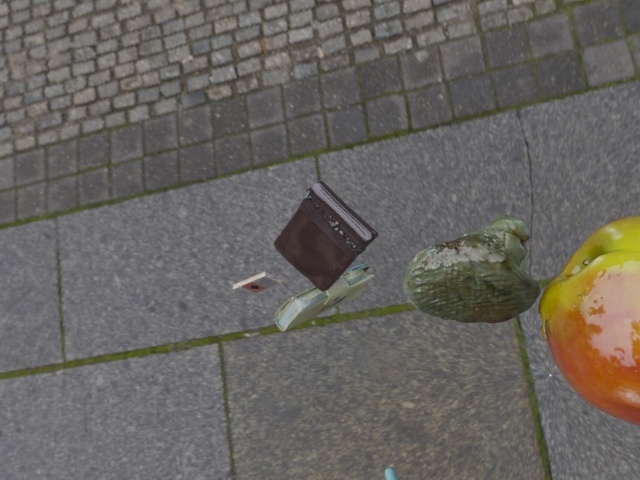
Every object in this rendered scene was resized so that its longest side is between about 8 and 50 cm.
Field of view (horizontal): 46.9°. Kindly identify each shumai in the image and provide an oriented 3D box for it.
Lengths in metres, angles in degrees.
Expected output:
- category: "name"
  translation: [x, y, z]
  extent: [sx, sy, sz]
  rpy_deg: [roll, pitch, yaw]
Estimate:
- category: "shumai"
  translation: [0.285, 0.034, 1.432]
  extent: [0.222, 0.272, 0.203]
  rpy_deg: [-38, 41, 40]

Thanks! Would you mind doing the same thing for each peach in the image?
- category: "peach"
  translation: [0.544, 0.143, 1.166]
  extent: [0.370, 0.370, 0.370]
  rpy_deg: [-3, 79, 17]

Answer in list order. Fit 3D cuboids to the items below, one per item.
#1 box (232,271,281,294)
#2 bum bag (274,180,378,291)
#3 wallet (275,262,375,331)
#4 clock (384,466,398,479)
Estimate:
- category: "box"
  translation: [-0.120, 0.082, 1.388]
  extent: [0.083, 0.046, 0.012]
  rpy_deg: [-24, 57, 33]
- category: "bum bag"
  translation: [0.000, 0.000, 0.996]
  extent: [0.109, 0.026, 0.159]
  rpy_deg: [42, 136, 4]
- category: "wallet"
  translation: [0.006, 0.090, 1.208]
  extent: [0.155, 0.110, 0.039]
  rpy_deg: [-23, 74, -29]
- category: "clock"
  translation: [0.095, 0.264, 0.560]
  extent: [0.211, 0.159, 0.066]
  rpy_deg: [45, 115, 34]
